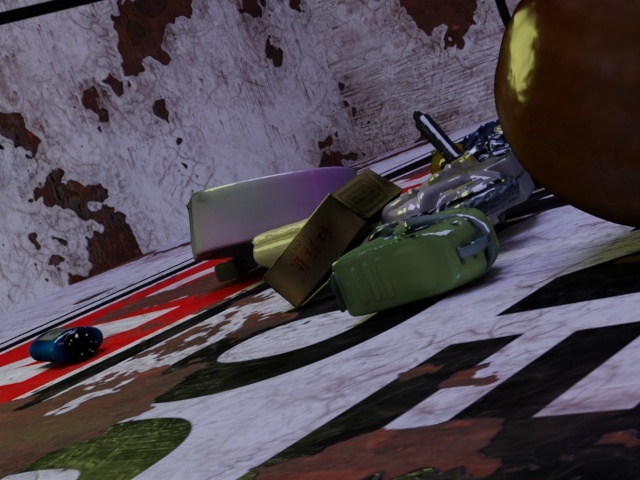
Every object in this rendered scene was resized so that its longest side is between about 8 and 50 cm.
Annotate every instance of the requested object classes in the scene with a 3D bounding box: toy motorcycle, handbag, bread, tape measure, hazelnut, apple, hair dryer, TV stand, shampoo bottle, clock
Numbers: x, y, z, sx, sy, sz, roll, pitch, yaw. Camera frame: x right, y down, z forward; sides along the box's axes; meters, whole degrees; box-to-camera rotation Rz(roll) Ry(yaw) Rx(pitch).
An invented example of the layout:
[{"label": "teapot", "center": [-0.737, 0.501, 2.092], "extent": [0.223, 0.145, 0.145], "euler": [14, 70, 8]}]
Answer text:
[{"label": "toy motorcycle", "center": [0.169, -0.040, 1.628], "extent": [0.223, 0.108, 0.340], "euler": [-27, 3, 17]}, {"label": "handbag", "center": [0.299, -0.134, 2.030], "extent": [0.162, 0.113, 0.260], "euler": [-26, 12, 12]}, {"label": "bread", "center": [0.000, 0.000, 1.938], "extent": [0.178, 0.060, 0.139], "euler": [-17, -14, 32]}, {"label": "tape measure", "center": [0.116, 0.014, 1.372], "extent": [0.177, 0.087, 0.154], "euler": [-16, 6, 24]}, {"label": "hazelnut", "center": [0.347, -0.163, 1.185], "extent": [0.366, 0.366, 0.366], "euler": [-20, 6, 2]}, {"label": "apple", "center": [0.249, -0.136, 2.332], "extent": [0.089, 0.089, 0.074], "euler": [-22, 20, -12]}, {"label": "hair dryer", "center": [0.242, -0.171, 2.272], "extent": [0.114, 0.070, 0.248], "euler": [-21, 40, -11]}, {"label": "TV stand", "center": [-0.126, 0.022, 2.392], "extent": [0.049, 0.040, 0.256], "euler": [-18, 9, 25]}, {"label": "shampoo bottle", "center": [-0.395, 0.162, 1.966], "extent": [0.087, 0.050, 0.183], "euler": [-20, 5, -26]}, {"label": "clock", "center": [-0.066, -0.046, 2.153], "extent": [0.338, 0.102, 0.338], "euler": [-10, -4, -1]}]

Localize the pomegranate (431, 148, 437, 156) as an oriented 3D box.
[{"label": "pomegranate", "center": [0.270, -0.163, 2.537], "extent": [0.073, 0.084, 0.073], "euler": [-28, 12, 6]}]

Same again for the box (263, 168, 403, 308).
[{"label": "box", "center": [0.020, -0.009, 1.709], "extent": [0.159, 0.071, 0.240], "euler": [-53, -5, 18]}]
